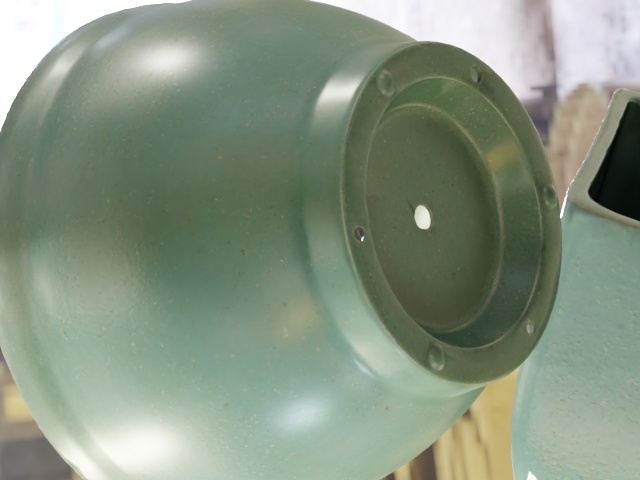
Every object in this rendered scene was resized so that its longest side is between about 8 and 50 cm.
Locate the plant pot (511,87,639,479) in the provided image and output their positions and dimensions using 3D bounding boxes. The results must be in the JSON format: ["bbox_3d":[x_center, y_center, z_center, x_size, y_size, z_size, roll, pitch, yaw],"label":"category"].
[{"bbox_3d":[0.248,0.088,1.221,0.247,0.248,0.252,-52,-19,-65],"label":"plant pot"}]

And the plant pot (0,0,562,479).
[{"bbox_3d":[0.000,0.000,0.998,0.196,0.293,0.293,-10,84,43],"label":"plant pot"}]
